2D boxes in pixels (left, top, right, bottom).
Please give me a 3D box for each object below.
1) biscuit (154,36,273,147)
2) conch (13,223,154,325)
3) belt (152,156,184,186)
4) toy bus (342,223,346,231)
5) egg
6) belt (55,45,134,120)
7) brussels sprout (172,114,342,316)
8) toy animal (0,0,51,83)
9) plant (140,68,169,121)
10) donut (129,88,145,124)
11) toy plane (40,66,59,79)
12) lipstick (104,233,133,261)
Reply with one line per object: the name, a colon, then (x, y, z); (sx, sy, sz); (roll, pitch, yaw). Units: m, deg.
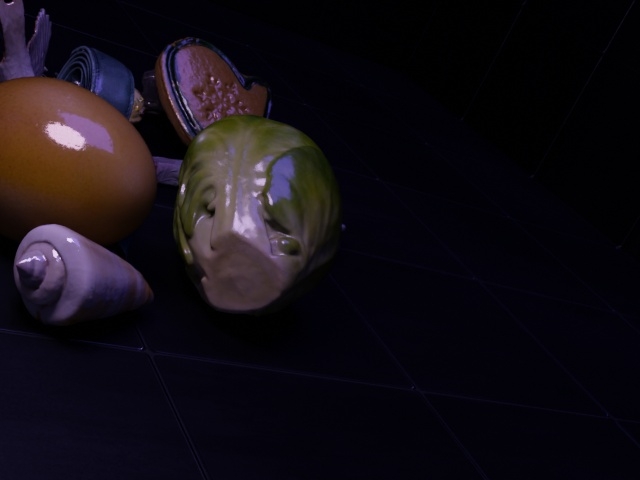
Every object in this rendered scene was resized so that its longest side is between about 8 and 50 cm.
biscuit: (-0.207, -0.290, 2.205); (0.287, 0.057, 0.344); (-19, 82, -44)
conch: (-0.329, 0.069, 1.391); (0.158, 0.127, 0.255); (5, -19, 34)
belt: (-0.296, -0.135, 2.003); (0.232, 0.053, 0.071); (3, 24, -48)
toy bus: (0.000, 0.000, 2.030); (0.077, 0.065, 0.192); (17, 18, 6)
egg: (-0.391, -0.109, 1.502); (0.322, 0.250, 0.250); (22, 18, 15)
belt: (-0.433, -0.248, 1.861); (0.116, 0.206, 0.267); (22, 28, -33)
brussels sprout: (-0.103, -0.030, 1.644); (0.281, 0.289, 0.355); (12, 33, -2)
toy animal: (-0.523, -0.327, 1.775); (0.225, 0.284, 0.302); (-19, 75, -27)
plant: (-0.285, -0.329, 2.331); (0.256, 0.142, 0.164); (9, -9, -10)
donut: (-0.461, -0.313, 2.216); (0.174, 0.068, 0.174); (25, 19, -9)
toy plane: (-0.570, -0.326, 2.036); (0.108, 0.092, 0.286); (41, 10, -23)
lipstick: (-0.328, -0.008, 1.661); (0.053, 0.053, 0.234); (24, 15, -9)
